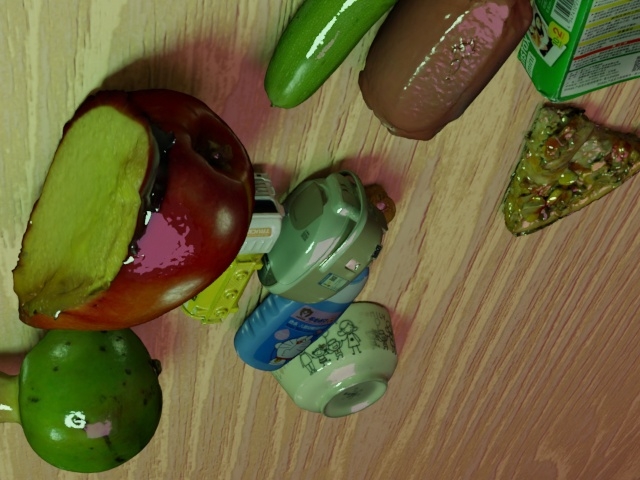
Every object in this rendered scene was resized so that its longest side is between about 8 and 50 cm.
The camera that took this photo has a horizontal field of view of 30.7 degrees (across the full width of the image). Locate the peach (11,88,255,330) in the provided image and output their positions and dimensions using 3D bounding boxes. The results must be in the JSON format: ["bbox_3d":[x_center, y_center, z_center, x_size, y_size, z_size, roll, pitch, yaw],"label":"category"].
[{"bbox_3d":[-0.207,-0.011,1.365,0.201,0.258,0.362,15,128,-39],"label":"peach"}]

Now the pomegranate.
[{"bbox_3d":[-0.376,0.222,1.664,0.301,0.236,0.236,-5,146,-9],"label":"pomegranate"}]

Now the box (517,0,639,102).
[{"bbox_3d":[0.363,-0.300,1.491,0.180,0.103,0.250,-16,150,-14],"label":"box"}]

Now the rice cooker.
[{"bbox_3d":[0.000,0.000,1.638,0.206,0.145,0.127,-40,129,23],"label":"rice cooker"}]

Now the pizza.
[{"bbox_3d":[0.419,-0.124,1.830,0.251,0.074,0.288,-19,150,-15],"label":"pizza"}]

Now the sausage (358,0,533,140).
[{"bbox_3d":[0.148,-0.237,1.388,0.152,0.152,0.280,0,142,-36],"label":"sausage"}]

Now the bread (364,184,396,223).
[{"bbox_3d":[0.072,-0.044,1.725,0.083,0.046,0.081,-3,145,-35],"label":"bread"}]

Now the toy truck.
[{"bbox_3d":[-0.127,0.012,1.601,0.098,0.114,0.227,-3,143,-31],"label":"toy truck"}]

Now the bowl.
[{"bbox_3d":[0.037,0.224,2.035,0.237,0.126,0.238,-19,150,-12],"label":"bowl"}]

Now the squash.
[{"bbox_3d":[0.026,-0.265,1.323,0.082,0.082,0.292,8,137,-43],"label":"squash"}]

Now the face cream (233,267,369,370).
[{"bbox_3d":[-0.022,0.102,1.844,0.149,0.083,0.264,7,137,-46],"label":"face cream"}]
